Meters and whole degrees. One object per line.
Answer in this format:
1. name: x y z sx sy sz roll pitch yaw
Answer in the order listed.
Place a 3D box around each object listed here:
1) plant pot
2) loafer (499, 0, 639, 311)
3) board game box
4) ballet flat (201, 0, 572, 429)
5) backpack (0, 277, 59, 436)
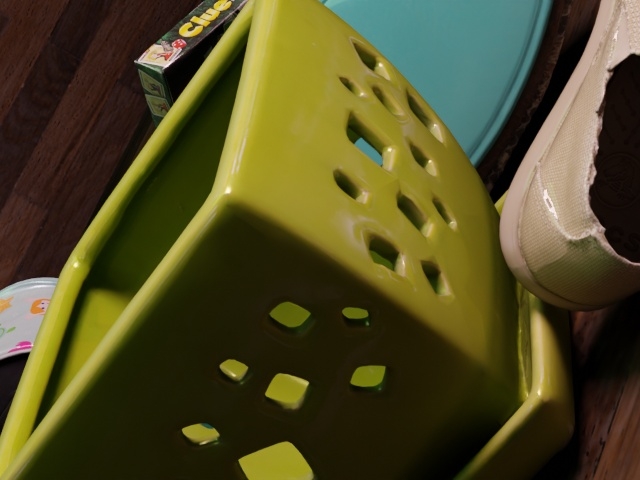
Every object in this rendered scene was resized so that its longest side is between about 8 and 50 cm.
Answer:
1. plant pot: -0.006 0.045 0.812 0.228 0.207 0.227 -52 16 29
2. loafer: 0.169 -0.089 0.720 0.268 0.102 0.092 -68 16 1
3. board game box: -0.038 -0.057 1.087 0.136 0.030 0.259 -47 -35 -28
4. ballet flat: 0.000 0.000 1.040 0.483 0.164 0.182 -60 -10 3
5. backpack: -0.205 0.151 1.252 0.253 0.225 0.191 -48 23 27
